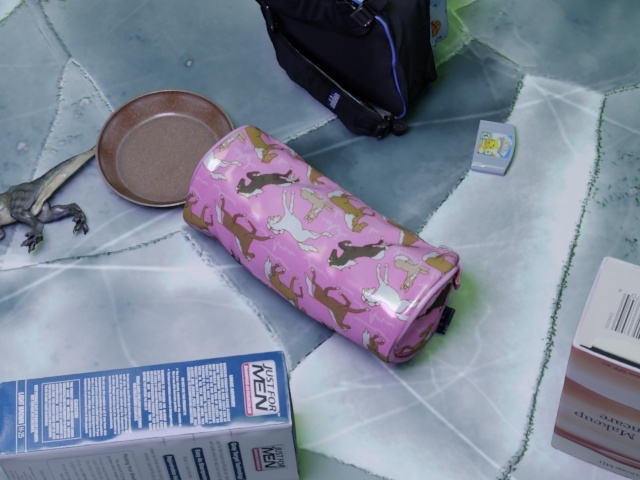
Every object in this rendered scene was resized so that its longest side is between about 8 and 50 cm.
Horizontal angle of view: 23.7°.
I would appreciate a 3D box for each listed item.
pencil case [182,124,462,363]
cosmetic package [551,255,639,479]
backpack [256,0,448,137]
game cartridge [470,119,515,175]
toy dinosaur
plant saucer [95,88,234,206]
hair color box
[{"bbox_3d":[0.000,0.000,1.990,0.386,0.160,0.167,33,28,21],"label":"pencil case"},{"bbox_3d":[0.369,0.161,1.795,0.153,0.296,0.129,19,64,15],"label":"cosmetic package"},{"bbox_3d":[0.041,-0.325,2.128,0.263,0.276,0.213,26,59,24],"label":"backpack"},{"bbox_3d":[0.244,-0.130,2.134,0.056,0.017,0.083,11,61,5],"label":"game cartridge"},{"bbox_3d":[-0.390,-0.044,2.093,0.268,0.064,0.118,-32,57,-19],"label":"toy dinosaur"},{"bbox_3d":[-0.215,-0.124,2.142,0.199,0.036,0.198,-2,60,3],"label":"plant saucer"},{"bbox_3d":[-0.205,0.234,1.852,0.347,0.174,0.105,-6,58,-1],"label":"hair color box"}]
